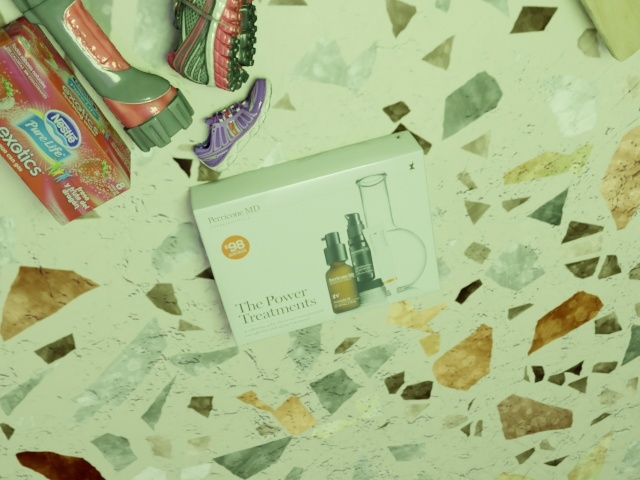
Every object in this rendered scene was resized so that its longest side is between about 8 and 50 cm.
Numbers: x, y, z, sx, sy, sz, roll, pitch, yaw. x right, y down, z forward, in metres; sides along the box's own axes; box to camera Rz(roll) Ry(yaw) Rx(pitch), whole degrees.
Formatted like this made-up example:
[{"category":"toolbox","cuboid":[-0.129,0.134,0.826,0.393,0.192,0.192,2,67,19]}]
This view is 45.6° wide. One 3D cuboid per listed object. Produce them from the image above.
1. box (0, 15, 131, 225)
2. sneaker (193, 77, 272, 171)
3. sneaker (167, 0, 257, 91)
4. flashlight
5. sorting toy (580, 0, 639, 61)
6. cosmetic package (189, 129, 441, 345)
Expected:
[{"category":"box","cuboid":[-0.386,-0.168,1.071,0.123,0.128,0.256,-29,123,4]},{"category":"sneaker","cuboid":[-0.134,-0.181,1.163,0.071,0.068,0.170,32,110,-22]},{"category":"sneaker","cuboid":[-0.147,-0.355,1.028,0.112,0.121,0.299,15,112,13]},{"category":"flashlight","cuboid":[-0.298,-0.267,1.054,0.103,0.103,0.304,-5,130,40]},{"category":"sorting toy","cuboid":[0.479,-0.452,1.130,0.255,0.089,0.257,-39,121,11]},{"category":"cosmetic package","cuboid":[0.000,0.000,1.290,0.377,0.097,0.284,-16,120,-4]}]
